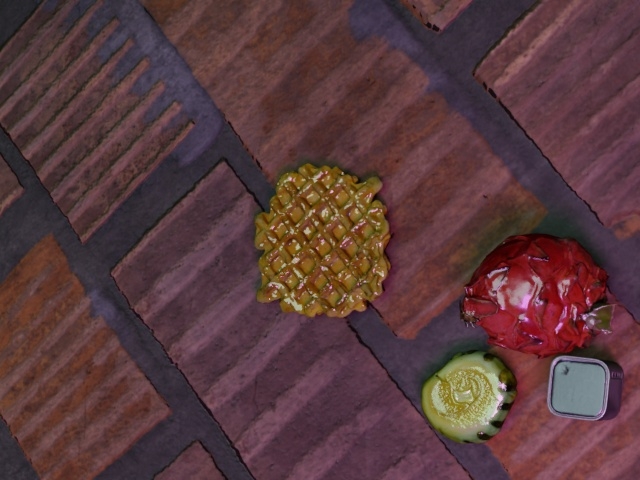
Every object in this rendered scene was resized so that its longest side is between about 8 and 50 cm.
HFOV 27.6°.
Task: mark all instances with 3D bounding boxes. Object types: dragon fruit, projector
[{"bbox_3d":[0.297,0.072,1.771,0.209,0.172,0.172,5,87,12],"label":"dragon fruit"},{"bbox_3d":[0.361,0.202,1.774,0.083,0.082,0.083,4,85,27],"label":"projector"}]

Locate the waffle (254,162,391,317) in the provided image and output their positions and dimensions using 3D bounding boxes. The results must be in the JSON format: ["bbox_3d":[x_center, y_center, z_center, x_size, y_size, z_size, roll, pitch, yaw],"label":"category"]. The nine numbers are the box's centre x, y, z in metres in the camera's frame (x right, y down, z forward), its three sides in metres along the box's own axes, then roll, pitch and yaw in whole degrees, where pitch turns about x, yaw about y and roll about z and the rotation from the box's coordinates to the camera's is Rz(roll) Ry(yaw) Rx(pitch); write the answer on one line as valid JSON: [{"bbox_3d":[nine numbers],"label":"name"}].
[{"bbox_3d":[0.000,0.000,1.988,0.243,0.059,0.238,4,85,28],"label":"waffle"}]

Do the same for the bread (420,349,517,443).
[{"bbox_3d":[0.214,0.221,1.850,0.130,0.071,0.139,36,102,28],"label":"bread"}]
